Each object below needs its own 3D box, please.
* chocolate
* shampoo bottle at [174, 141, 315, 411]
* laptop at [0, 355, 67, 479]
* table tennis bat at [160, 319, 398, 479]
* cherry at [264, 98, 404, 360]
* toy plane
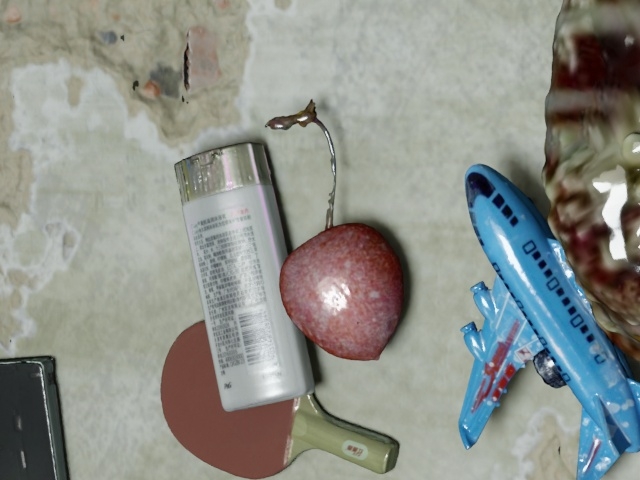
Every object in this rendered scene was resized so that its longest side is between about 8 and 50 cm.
[{"bbox_3d":[0.261,-0.079,1.317,0.225,0.210,0.340,2,87,16],"label":"chocolate"},{"bbox_3d":[-0.068,0.032,1.640,0.086,0.056,0.227,-16,83,24],"label":"shampoo bottle"},{"bbox_3d":[-0.311,0.219,1.823,0.153,0.026,0.207,-5,94,28],"label":"laptop"},{"bbox_3d":[-0.041,0.155,1.673,0.246,0.022,0.138,20,104,28],"label":"table tennis bat"},{"bbox_3d":[0.000,0.000,1.590,0.107,0.090,0.226,-28,80,20],"label":"cherry"},{"bbox_3d":[0.194,0.057,1.483,0.254,0.105,0.271,-31,79,27],"label":"toy plane"}]
